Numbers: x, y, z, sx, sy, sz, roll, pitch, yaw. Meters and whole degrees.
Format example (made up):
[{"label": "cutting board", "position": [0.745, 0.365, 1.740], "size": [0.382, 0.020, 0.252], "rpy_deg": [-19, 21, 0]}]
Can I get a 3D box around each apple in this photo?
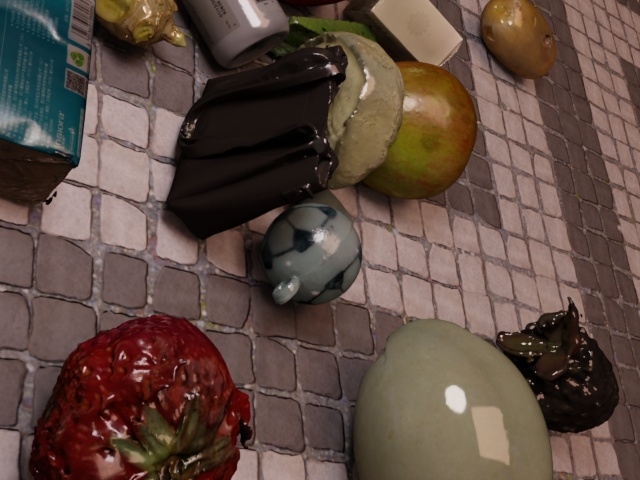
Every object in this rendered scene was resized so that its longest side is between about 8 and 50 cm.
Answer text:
[{"label": "apple", "position": [0.145, -0.196, 1.577], "size": [0.226, 0.246, 0.246], "rpy_deg": [8, 62, -25]}]

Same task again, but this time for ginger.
[{"label": "ginger", "position": [-0.284, -0.354, 1.309], "size": [0.216, 0.102, 0.157], "rpy_deg": [42, 18, -12]}]

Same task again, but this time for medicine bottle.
[{"label": "medicine bottle", "position": [-0.154, -0.398, 1.433], "size": [0.135, 0.135, 0.215], "rpy_deg": [-30, 90, -48]}]

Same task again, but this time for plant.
[{"label": "plant", "position": [0.421, 0.238, 1.607], "size": [0.234, 0.204, 0.178], "rpy_deg": [38, 36, -38]}]

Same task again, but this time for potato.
[{"label": "potato", "position": [0.461, -0.476, 2.079], "size": [0.150, 0.146, 0.234], "rpy_deg": [-53, 131, -2]}]

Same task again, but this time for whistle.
[{"label": "whistle", "position": [0.000, 0.000, 1.349], "size": [0.163, 0.163, 0.290], "rpy_deg": [48, 43, -13]}]

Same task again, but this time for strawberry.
[{"label": "strawberry", "position": [-0.210, 0.206, 1.001], "size": [0.274, 0.220, 0.274], "rpy_deg": [-25, 124, -44]}]

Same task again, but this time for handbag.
[{"label": "handbag", "position": [-0.082, -0.154, 1.283], "size": [0.113, 0.257, 0.285], "rpy_deg": [50, 38, -39]}]

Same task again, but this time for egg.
[{"label": "egg", "position": [0.184, 0.279, 1.284], "size": [0.278, 0.278, 0.336], "rpy_deg": [10, 65, -41]}]

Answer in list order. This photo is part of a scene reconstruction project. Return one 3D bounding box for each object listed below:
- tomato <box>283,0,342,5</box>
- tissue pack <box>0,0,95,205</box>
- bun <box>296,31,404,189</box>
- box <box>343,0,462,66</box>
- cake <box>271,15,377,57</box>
[{"label": "tomato", "position": [-0.015, -0.586, 1.576], "size": [0.290, 0.293, 0.325], "rpy_deg": [7, 68, -26]}, {"label": "tissue pack", "position": [-0.391, -0.203, 1.093], "size": [0.192, 0.134, 0.271], "rpy_deg": [20, 55, -35]}, {"label": "bun", "position": [0.029, -0.199, 1.416], "size": [0.152, 0.259, 0.259], "rpy_deg": [15, 58, -38]}, {"label": "box", "position": [0.153, -0.407, 1.687], "size": [0.168, 0.095, 0.212], "rpy_deg": [44, 2, -20]}, {"label": "cake", "position": [-0.001, -0.355, 1.587], "size": [0.235, 0.100, 0.099], "rpy_deg": [16, 56, -38]}]
